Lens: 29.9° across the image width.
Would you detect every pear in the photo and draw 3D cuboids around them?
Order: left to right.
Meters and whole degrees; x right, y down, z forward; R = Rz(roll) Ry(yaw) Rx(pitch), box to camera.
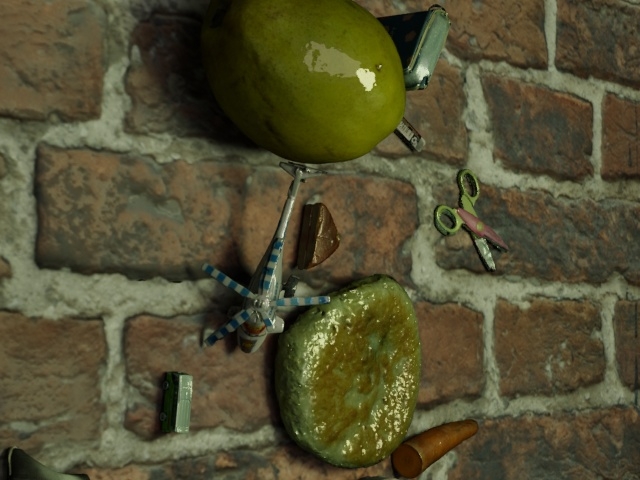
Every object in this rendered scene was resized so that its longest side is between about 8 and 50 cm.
[{"bbox_3d":[-0.028,-0.241,1.685,0.307,0.253,0.253,28,69,-31],"label":"pear"}]

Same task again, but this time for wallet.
[{"bbox_3d":[0.094,-0.287,1.840,0.059,0.202,0.141,37,65,-40],"label":"wallet"}]

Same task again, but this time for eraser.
[{"bbox_3d":[0.139,-0.185,2.006,0.099,0.019,0.027,42,75,-35],"label":"eraser"}]

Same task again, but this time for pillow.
[{"bbox_3d":[-0.339,0.318,1.501,0.136,0.055,0.091,38,61,-38],"label":"pillow"}]

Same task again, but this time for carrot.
[{"bbox_3d":[0.207,0.340,2.034,0.210,0.061,0.061,-17,100,-48],"label":"carrot"}]

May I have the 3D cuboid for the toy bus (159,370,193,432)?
[{"bbox_3d":[-0.197,0.223,1.654,0.031,0.037,0.083,11,80,-44],"label":"toy bus"}]

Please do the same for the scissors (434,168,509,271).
[{"bbox_3d":[0.275,-0.024,2.131,0.187,0.020,0.133,50,60,-29],"label":"scissors"}]

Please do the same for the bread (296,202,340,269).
[{"bbox_3d":[0.000,0.000,1.849,0.062,0.043,0.109,22,72,-40],"label":"bread"}]

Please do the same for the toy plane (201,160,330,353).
[{"bbox_3d":[-0.078,0.026,1.726,0.182,0.107,0.273,-1,88,-1],"label":"toy plane"}]

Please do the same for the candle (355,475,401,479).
[{"bbox_3d":[0.159,0.471,1.798,0.187,0.330,0.187,-3,96,-38],"label":"candle"}]

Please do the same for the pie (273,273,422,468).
[{"bbox_3d":[0.055,0.210,1.881,0.323,0.070,0.323,-3,94,-45],"label":"pie"}]
